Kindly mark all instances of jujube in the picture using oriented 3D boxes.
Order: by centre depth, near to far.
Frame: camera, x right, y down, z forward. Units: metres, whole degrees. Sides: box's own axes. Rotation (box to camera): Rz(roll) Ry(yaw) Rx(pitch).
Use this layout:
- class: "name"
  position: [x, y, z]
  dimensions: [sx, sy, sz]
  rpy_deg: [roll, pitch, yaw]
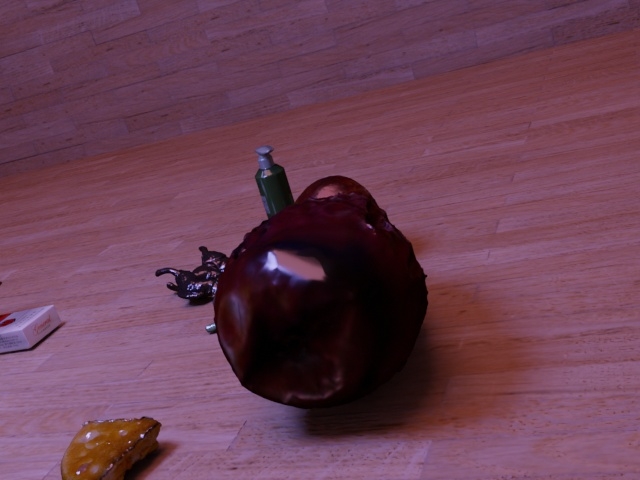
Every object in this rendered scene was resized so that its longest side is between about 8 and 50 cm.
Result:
- class: "jujube"
  position: [0.005, 0.065, 1.014]
  dimensions: [0.258, 0.259, 0.377]
  rpy_deg: [-15, 6, 7]

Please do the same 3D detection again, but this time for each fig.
- class: "fig"
  position: [0.004, -0.004, 1.356]
  dimensions: [0.207, 0.175, 0.175]
  rpy_deg: [-41, 26, -20]

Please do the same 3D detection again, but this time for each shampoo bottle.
- class: "shampoo bottle"
  position: [-0.082, -0.084, 1.558]
  dimensions: [0.065, 0.205, 0.065]
  rpy_deg: [-15, 19, 5]

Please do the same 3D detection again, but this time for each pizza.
- class: "pizza"
  position: [-0.253, 0.259, 0.983]
  dimensions: [0.130, 0.041, 0.178]
  rpy_deg: [-29, 21, -23]

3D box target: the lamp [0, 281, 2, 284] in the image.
- class: "lamp"
  position: [-0.712, 0.133, 1.554]
  dimensions: [0.151, 0.223, 0.215]
  rpy_deg: [15, 21, 23]

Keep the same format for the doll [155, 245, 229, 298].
- class: "doll"
  position: [-0.213, 0.068, 1.482]
  dimensions: [0.165, 0.057, 0.139]
  rpy_deg: [14, 33, 43]

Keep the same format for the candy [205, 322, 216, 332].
- class: "candy"
  position: [-0.035, 0.085, 1.266]
  dimensions: [0.323, 0.097, 0.097]
  rpy_deg: [-23, 17, 12]

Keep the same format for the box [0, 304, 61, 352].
- class: "box"
  position: [-0.581, 0.171, 1.525]
  dimensions: [0.152, 0.048, 0.100]
  rpy_deg: [-9, 17, 23]
